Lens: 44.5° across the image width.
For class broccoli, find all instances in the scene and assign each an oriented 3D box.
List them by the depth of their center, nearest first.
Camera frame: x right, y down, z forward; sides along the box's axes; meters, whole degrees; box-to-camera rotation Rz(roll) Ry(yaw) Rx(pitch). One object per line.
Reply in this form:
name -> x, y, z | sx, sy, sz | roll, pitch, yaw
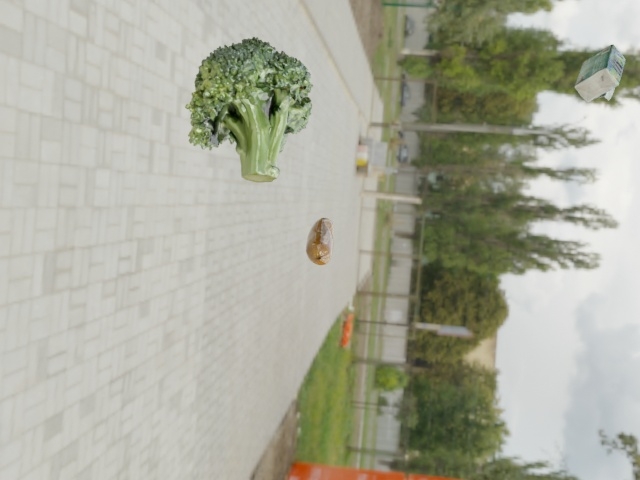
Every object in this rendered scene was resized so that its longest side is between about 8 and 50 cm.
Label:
broccoli -> -0.139, -0.256, 1.528 | 0.288, 0.235, 0.260 | 12, 101, -48

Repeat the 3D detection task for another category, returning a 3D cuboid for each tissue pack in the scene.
tissue pack -> 0.623, -0.360, 1.726 | 0.085, 0.079, 0.111 | -30, -160, 43

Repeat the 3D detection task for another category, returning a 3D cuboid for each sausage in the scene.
sausage -> 0.000, 0.000, 1.628 | 0.183, 0.054, 0.062 | -82, 159, -63
